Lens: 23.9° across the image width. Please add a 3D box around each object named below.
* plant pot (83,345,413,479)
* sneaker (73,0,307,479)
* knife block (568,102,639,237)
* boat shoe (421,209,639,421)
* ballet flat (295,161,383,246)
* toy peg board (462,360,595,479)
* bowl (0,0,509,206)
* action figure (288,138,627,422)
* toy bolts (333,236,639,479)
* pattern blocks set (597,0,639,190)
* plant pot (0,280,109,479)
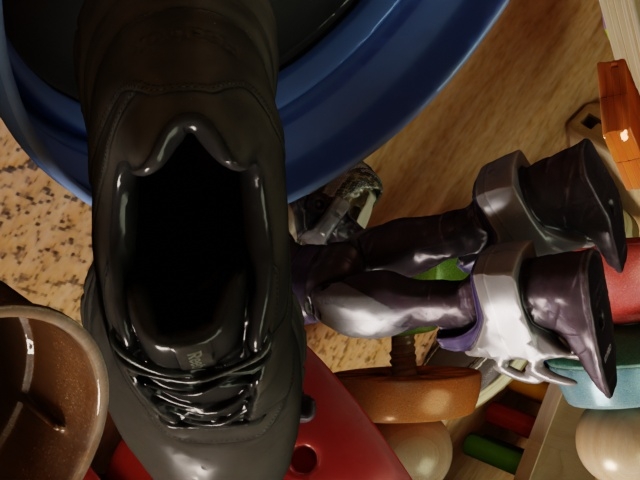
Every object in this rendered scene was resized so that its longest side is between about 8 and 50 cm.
[{"bbox_3d":[-0.050,0.166,0.932,0.174,0.191,0.191,-34,146,-12],"label":"plant pot"},{"bbox_3d":[-0.058,0.030,0.650,0.109,0.130,0.286,-8,128,-2],"label":"sneaker"},{"bbox_3d":[0.270,0.005,1.279,0.276,0.088,0.242,-8,127,-51],"label":"knife block"},{"bbox_3d":[0.145,0.044,1.175,0.223,0.080,0.073,-44,121,9],"label":"boat shoe"},{"bbox_3d":[0.000,0.000,0.963,0.114,0.041,0.041,-51,149,-2],"label":"ballet flat"},{"bbox_3d":[0.206,0.156,1.380,0.161,0.079,0.160,26,84,-59],"label":"toy peg board"},{"bbox_3d":[-0.013,-0.191,0.717,0.391,0.077,0.391,-34,145,-28],"label":"bowl"},{"bbox_3d":[0.016,0.025,0.817,0.185,0.285,0.099,-66,143,-46],"label":"action figure"},{"bbox_3d":[0.138,0.082,1.018,0.218,0.228,0.158,-7,93,-62],"label":"toy bolts"},{"bbox_3d":[0.216,-0.104,0.970,0.285,0.026,0.325,-15,94,-64],"label":"pattern blocks set"},{"bbox_3d":[-0.202,0.052,0.625,0.167,0.165,0.167,-33,144,-28],"label":"plant pot"}]
